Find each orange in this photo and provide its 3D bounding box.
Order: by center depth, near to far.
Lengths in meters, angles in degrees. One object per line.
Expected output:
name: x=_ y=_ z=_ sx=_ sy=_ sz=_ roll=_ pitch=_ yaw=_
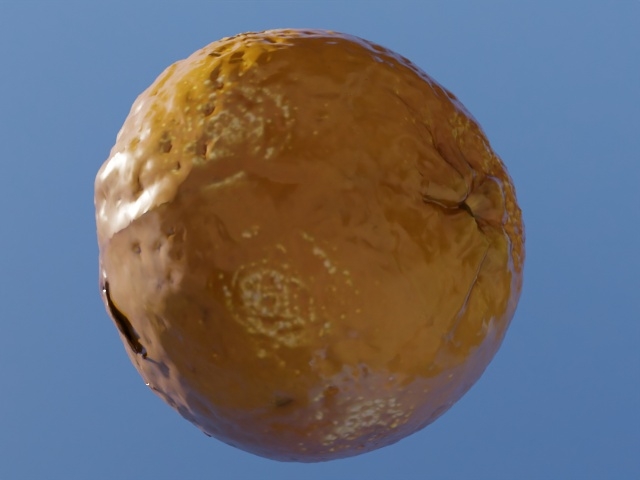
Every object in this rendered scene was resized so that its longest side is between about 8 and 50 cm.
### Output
orange: x=0.000 y=0.000 z=1.294 sx=0.341 sy=0.293 sz=0.340 roll=32 pitch=-131 yaw=-46
